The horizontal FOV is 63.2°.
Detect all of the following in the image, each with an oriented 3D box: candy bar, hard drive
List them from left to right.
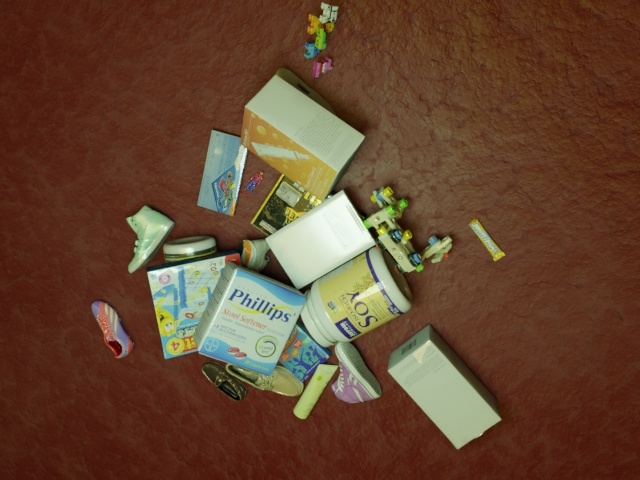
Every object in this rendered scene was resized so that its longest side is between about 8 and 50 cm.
[{"bbox_3d":[0.000,0.000,1.760,0.318,0.040,0.210,-31,94,16],"label":"hard drive"},{"bbox_3d":[0.552,-0.005,1.737,0.040,0.018,0.162,-37,93,16],"label":"candy bar"}]

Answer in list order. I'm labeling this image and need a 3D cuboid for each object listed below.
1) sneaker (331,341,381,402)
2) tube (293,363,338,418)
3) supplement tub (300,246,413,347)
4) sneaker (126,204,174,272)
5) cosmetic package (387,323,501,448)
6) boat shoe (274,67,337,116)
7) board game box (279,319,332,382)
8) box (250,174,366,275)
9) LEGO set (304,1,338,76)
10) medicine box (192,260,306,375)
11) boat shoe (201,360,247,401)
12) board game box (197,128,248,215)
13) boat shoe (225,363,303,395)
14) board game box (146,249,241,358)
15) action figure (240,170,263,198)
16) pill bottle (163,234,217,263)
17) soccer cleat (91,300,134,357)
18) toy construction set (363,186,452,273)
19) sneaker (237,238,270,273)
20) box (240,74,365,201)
[{"bbox_3d":[0.088,0.487,1.870,0.160,0.102,0.282,-23,113,21],"label":"sneaker"},{"bbox_3d":[-0.023,0.560,1.950,0.062,0.070,0.240,31,106,9],"label":"tube"},{"bbox_3d":[0.117,0.195,1.753,0.331,0.241,0.241,-31,94,16],"label":"supplement tub"},{"bbox_3d":[-0.676,-0.010,1.945,0.151,0.094,0.256,37,97,-4],"label":"sneaker"},{"bbox_3d":[0.426,0.503,1.801,0.197,0.155,0.366,-40,92,17],"label":"cosmetic package"},{"bbox_3d":[-0.059,-0.452,1.732,0.267,0.096,0.088,39,135,-5],"label":"boat shoe"},{"bbox_3d":[-0.088,0.402,1.939,0.210,0.047,0.160,43,107,1],"label":"board game box"},{"bbox_3d":[-0.040,-0.073,1.814,0.322,0.079,0.257,36,105,2],"label":"box"},{"bbox_3d":[0.013,-0.657,1.672,0.087,0.093,0.227,45,141,34],"label":"LEGO set"},{"bbox_3d":[-0.234,0.253,1.708,0.263,0.149,0.290,25,90,-22],"label":"medicine box"},{"bbox_3d":[-0.377,0.545,2.017,0.206,0.073,0.073,33,107,4],"label":"boat shoe"},{"bbox_3d":[-0.347,-0.242,1.865,0.144,0.027,0.282,17,105,9],"label":"board game box"},{"bbox_3d":[-0.212,0.519,1.963,0.302,0.098,0.109,23,105,6],"label":"boat shoe"},{"bbox_3d":[-0.405,0.211,1.765,0.308,0.086,0.302,-12,102,-18],"label":"board game box"},{"bbox_3d":[-0.240,-0.202,1.852,0.038,0.030,0.115,43,105,5],"label":"action figure"},{"bbox_3d":[-0.451,0.160,1.889,0.187,0.188,0.334,-4,102,12],"label":"pill bottle"},{"bbox_3d":[-0.832,0.349,2.054,0.083,0.095,0.248,-30,95,16],"label":"soccer cleat"},{"bbox_3d":[0.276,-0.020,1.708,0.327,0.215,0.151,38,127,-4],"label":"toy construction set"},{"bbox_3d":[-0.244,0.103,1.885,0.099,0.121,0.263,49,133,30],"label":"sneaker"},{"bbox_3d":[-0.065,-0.322,1.667,0.345,0.215,0.168,35,65,3],"label":"box"}]
